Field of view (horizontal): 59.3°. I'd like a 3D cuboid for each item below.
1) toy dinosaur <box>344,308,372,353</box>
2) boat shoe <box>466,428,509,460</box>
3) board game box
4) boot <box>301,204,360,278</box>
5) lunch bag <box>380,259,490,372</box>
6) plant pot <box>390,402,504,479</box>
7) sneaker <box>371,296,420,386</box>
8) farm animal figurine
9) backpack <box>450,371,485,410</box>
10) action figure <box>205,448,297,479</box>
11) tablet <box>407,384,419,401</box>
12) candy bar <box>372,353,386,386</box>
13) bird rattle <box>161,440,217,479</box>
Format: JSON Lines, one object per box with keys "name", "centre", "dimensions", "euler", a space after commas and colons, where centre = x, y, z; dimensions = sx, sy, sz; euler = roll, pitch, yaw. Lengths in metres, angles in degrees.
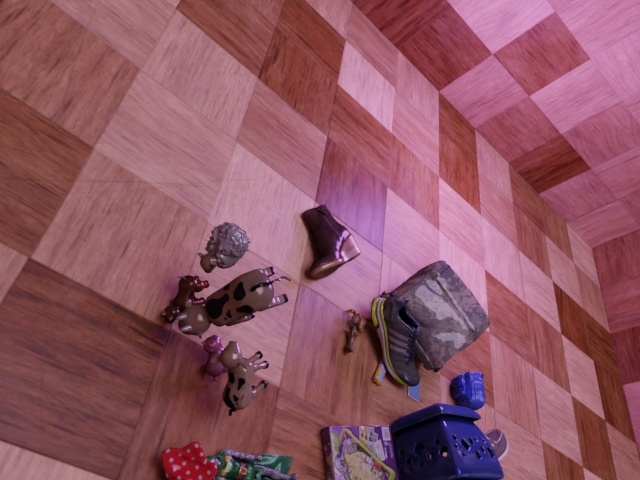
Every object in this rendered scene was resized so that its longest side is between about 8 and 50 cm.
{"name": "toy dinosaur", "centre": [0.116, 0.264, 1.726], "dimensions": [0.211, 0.064, 0.112], "euler": [-40, 124, -50]}
{"name": "boat shoe", "centre": [0.527, 0.694, 1.850], "dimensions": [0.305, 0.109, 0.091], "euler": [-20, 87, -48]}
{"name": "board game box", "centre": [0.115, 0.656, 1.440], "dimensions": [0.208, 0.056, 0.346], "euler": [14, 57, -35]}
{"name": "boot", "centre": [0.000, 0.000, 1.755], "dimensions": [0.207, 0.090, 0.248], "euler": [52, 38, 9]}
{"name": "lunch bag", "centre": [0.367, 0.250, 1.878], "dimensions": [0.256, 0.212, 0.305], "euler": [-34, 91, -35]}
{"name": "plant pot", "centre": [0.348, 0.600, 1.619], "dimensions": [0.236, 0.236, 0.212], "euler": [21, 46, -38]}
{"name": "sneaker", "centre": [0.255, 0.312, 1.741], "dimensions": [0.111, 0.121, 0.300], "euler": [-29, 100, -57]}
{"name": "farm animal figurine", "centre": [-0.207, 0.175, 1.209], "dimensions": [0.330, 0.327, 0.172], "euler": [49, 23, 15]}
{"name": "backpack", "centre": [0.511, 0.528, 1.954], "dimensions": [0.101, 0.098, 0.120], "euler": [5, 58, -13]}
{"name": "action figure", "centre": [-0.158, 0.519, 1.245], "dimensions": [0.232, 0.063, 0.137], "euler": [30, 50, -28]}
{"name": "tablet", "centre": [0.303, 0.476, 1.824], "dimensions": [0.054, 0.006, 0.083], "euler": [37, 42, -26]}
{"name": "candy bar", "centre": [0.197, 0.390, 1.753], "dimensions": [0.040, 0.018, 0.161], "euler": [50, 38, -12]}
{"name": "bird rattle", "centre": [-0.275, 0.525, 1.061], "dimensions": [0.207, 0.143, 0.253], "euler": [-10, 71, -33]}
